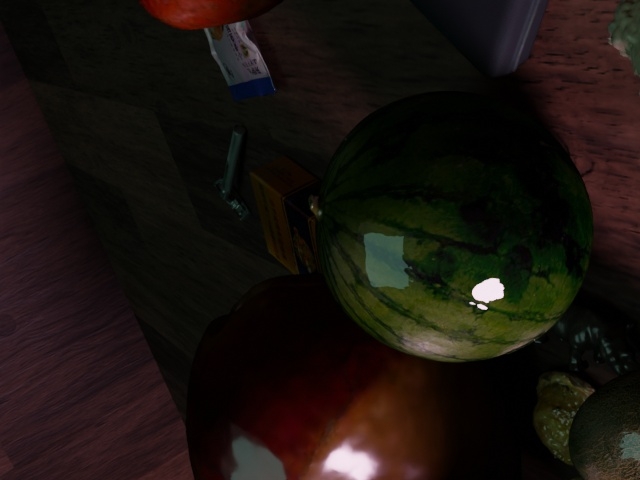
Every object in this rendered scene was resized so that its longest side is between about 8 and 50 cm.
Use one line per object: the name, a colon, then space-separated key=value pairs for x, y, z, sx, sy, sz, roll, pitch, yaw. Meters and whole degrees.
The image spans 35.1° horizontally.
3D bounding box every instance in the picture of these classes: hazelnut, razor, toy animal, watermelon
hazelnut: x=0.042 y=0.233 z=1.192 sx=0.402 sy=0.402 sz=0.429 roll=21 pitch=147 yaw=59
razor: x=-0.140 y=-0.114 z=1.603 sx=0.084 sy=0.036 sz=0.211 roll=51 pitch=157 yaw=19
toy animal: x=0.252 y=0.090 z=0.952 sx=0.136 sy=0.047 sz=0.065 roll=40 pitch=143 yaw=55
watermelon: x=0.112 y=-0.011 z=0.878 sx=0.242 sy=0.242 sz=0.242 roll=48 pitch=155 yaw=31

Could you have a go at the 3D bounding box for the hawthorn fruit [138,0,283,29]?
hawthorn fruit: x=-0.086 y=-0.319 z=1.034 sx=0.243 sy=0.207 sz=0.207 roll=10 pitch=128 yaw=41

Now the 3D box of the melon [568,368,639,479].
melon: x=0.285 y=0.166 z=0.871 sx=0.114 sy=0.114 sz=0.167 roll=58 pitch=147 yaw=7

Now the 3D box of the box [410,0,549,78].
box: x=0.128 y=-0.252 z=0.798 sx=0.160 sy=0.050 sz=0.230 roll=52 pitch=157 yaw=24

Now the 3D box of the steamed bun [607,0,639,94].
steamed bun: x=0.256 y=-0.112 z=0.523 sx=0.200 sy=0.170 sz=0.225 roll=60 pitch=158 yaw=16

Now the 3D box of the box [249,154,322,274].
box: x=0.000 y=0.000 z=1.386 sx=0.237 sy=0.070 sz=0.152 roll=37 pitch=148 yaw=45

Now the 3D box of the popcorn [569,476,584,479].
popcorn: x=0.288 y=0.396 z=0.935 sx=0.312 sy=0.312 sz=0.312 roll=48 pitch=155 yaw=31

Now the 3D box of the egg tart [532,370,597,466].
egg tart: x=0.264 y=0.194 z=1.053 sx=0.129 sy=0.049 sz=0.128 roll=46 pitch=154 yaw=31

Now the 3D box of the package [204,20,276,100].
package: x=-0.120 y=-0.273 z=1.366 sx=0.171 sy=0.027 sz=0.173 roll=6 pitch=119 yaw=65
